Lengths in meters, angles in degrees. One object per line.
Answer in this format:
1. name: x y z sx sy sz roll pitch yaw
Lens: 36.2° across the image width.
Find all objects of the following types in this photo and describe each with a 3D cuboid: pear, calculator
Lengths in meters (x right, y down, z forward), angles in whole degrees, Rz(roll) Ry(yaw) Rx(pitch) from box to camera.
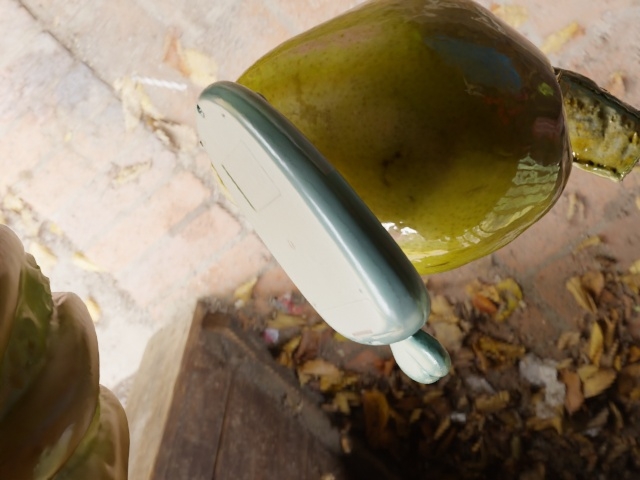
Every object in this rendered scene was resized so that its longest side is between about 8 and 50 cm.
1. pear: 0.070 -0.089 0.945 0.336 0.285 0.285 -28 114 0
2. calculator: 0.000 0.000 0.769 0.042 0.184 0.295 -40 94 -18

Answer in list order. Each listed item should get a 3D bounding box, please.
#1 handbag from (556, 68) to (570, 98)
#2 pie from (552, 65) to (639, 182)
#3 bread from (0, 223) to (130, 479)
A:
1. handbag: 0.265 -0.179 1.226 0.083 0.061 0.027 -6 130 45
2. pie: 0.334 -0.185 1.408 0.282 0.068 0.128 27 106 13
3. bread: -0.259 0.122 0.763 0.211 0.316 0.270 -10 103 -19
